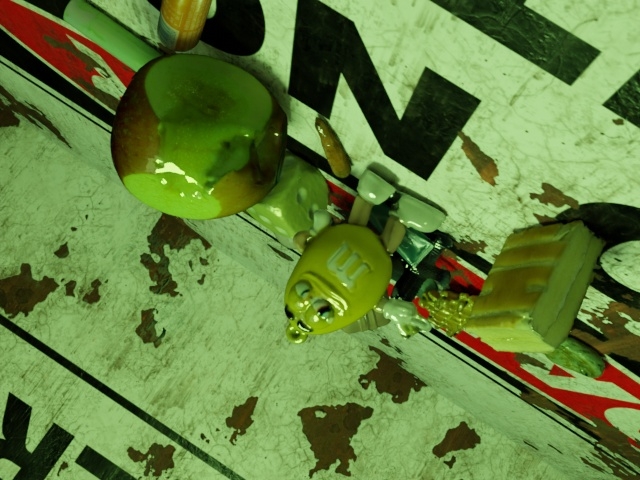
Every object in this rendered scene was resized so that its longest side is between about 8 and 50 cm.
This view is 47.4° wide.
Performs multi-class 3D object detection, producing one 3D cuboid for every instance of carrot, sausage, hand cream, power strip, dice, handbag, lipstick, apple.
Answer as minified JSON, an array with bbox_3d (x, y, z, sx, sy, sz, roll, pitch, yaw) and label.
[{"bbox_3d":[0.025,-0.205,1.631,0.047,0.047,0.191,24,161,33],"label":"carrot"},{"bbox_3d":[-0.247,-0.450,1.352,0.093,0.093,0.312,36,164,-9],"label":"sausage"},{"bbox_3d":[0.170,-0.036,1.765,0.224,0.083,0.048,43,-153,9],"label":"hand cream"},{"bbox_3d":[0.225,0.094,2.113,0.253,0.054,0.167,31,162,10],"label":"power strip"},{"bbox_3d":[-0.094,-0.119,1.891,0.166,0.169,0.169,20,160,38],"label":"dice"},{"bbox_3d":[0.090,0.094,1.881,0.283,0.149,0.302,-166,64,-88],"label":"handbag"},{"bbox_3d":[-0.480,-0.476,1.778,0.304,0.076,0.076,34,165,-3],"label":"lipstick"},{"bbox_3d":[-0.250,-0.212,1.564,0.374,0.374,0.384,32,-170,5],"label":"apple"}]

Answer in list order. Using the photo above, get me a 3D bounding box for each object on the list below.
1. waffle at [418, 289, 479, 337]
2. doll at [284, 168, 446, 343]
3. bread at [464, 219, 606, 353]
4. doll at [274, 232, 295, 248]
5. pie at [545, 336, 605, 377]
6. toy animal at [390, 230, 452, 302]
[{"bbox_3d":[0.413,0.219,2.002,0.293,0.069,0.260,6,150,37],"label":"waffle"},{"bbox_3d":[0.097,0.050,1.663,0.348,0.423,0.161,7,-178,15],"label":"doll"},{"bbox_3d":[0.409,0.089,1.391,0.111,0.239,0.246,31,167,-11],"label":"bread"},{"bbox_3d":[0.000,0.000,2.129,0.287,0.151,0.151,33,165,-10],"label":"doll"},{"bbox_3d":[0.645,0.294,1.886,0.187,0.041,0.187,31,165,9],"label":"pie"},{"bbox_3d":[0.232,0.069,1.858,0.197,0.272,0.160,35,-162,31],"label":"toy animal"}]
